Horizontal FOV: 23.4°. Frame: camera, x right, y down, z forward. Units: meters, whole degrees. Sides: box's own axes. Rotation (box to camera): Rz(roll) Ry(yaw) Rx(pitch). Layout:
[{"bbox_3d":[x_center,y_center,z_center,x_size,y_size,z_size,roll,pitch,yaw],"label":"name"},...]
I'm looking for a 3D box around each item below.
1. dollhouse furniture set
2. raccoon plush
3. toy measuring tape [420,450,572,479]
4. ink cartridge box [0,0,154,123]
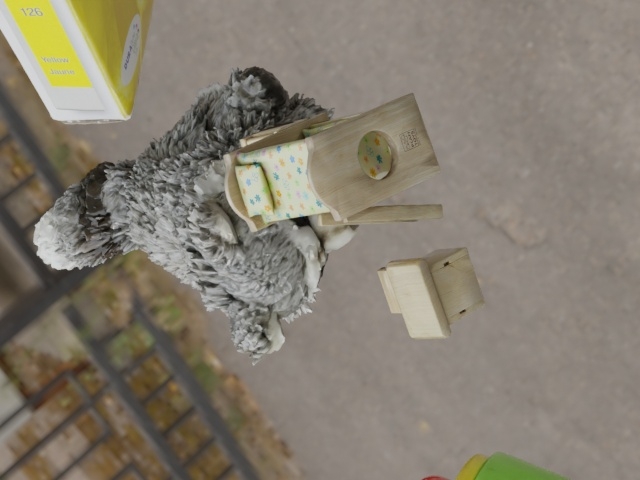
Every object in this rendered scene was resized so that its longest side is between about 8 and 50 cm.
[{"bbox_3d":[0.000,0.000,1.083,0.182,0.101,0.161,-8,105,56],"label":"dollhouse furniture set"},{"bbox_3d":[-0.142,0.026,1.541,0.446,0.299,0.216,-32,108,33],"label":"raccoon plush"},{"bbox_3d":[0.108,0.181,0.871,0.121,0.121,0.330,40,-179,18],"label":"toy measuring tape"},{"bbox_3d":[-0.156,-0.280,0.915,0.072,0.304,0.307,2,150,11],"label":"ink cartridge box"}]
